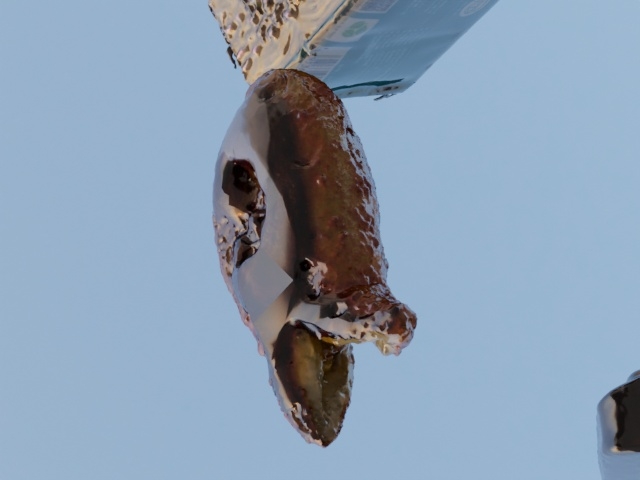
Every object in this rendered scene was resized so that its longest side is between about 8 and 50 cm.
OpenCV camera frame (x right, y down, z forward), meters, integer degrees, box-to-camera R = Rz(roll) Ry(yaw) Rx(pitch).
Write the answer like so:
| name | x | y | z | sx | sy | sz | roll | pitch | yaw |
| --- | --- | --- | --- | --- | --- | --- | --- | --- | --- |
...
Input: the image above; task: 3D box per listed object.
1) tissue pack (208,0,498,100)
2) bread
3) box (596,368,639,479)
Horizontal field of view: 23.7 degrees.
| name | x | y | z | sx | sy | sz | roll | pitch | yaw |
| --- | --- | --- | --- | --- | --- | --- | --- | --- | --- |
| tissue pack | 0.058 | -0.232 | 1.191 | 0.192 | 0.271 | 0.134 | -14 | -110 | -44 |
| bread | -0.005 | 0.003 | 0.985 | 0.095 | 0.139 | 0.268 | 4 | -134 | -34 |
| box | 0.357 | 0.138 | 1.169 | 0.290 | 0.289 | 0.073 | -13 | -111 | 7 |
